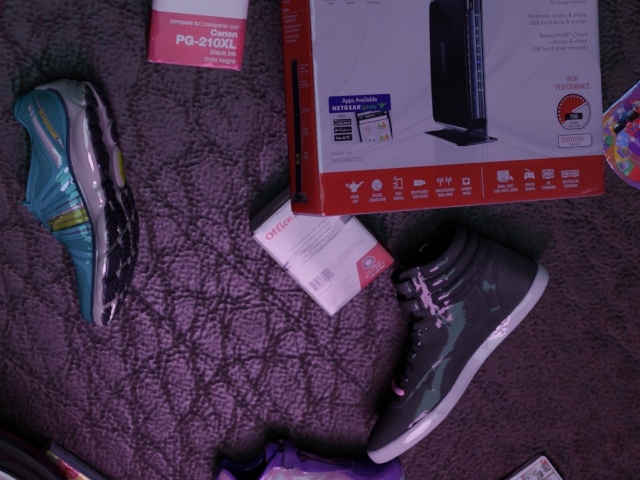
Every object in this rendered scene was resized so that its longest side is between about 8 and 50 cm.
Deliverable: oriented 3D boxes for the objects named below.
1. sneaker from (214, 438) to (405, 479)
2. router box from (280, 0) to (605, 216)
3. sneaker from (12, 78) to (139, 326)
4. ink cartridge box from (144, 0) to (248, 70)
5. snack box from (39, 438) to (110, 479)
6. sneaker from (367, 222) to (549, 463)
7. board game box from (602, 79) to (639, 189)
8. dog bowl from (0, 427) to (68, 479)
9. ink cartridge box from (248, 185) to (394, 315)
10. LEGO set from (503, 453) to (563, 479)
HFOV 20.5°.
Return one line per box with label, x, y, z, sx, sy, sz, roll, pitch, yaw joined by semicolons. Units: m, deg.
sneaker;-0.022;0.277;2.053;0.236;0.095;0.105;-13;101;-1
router box;0.127;-0.185;1.835;0.335;0.082;0.301;-5;95;-23
sneaker;-0.266;-0.041;1.929;0.110;0.107;0.275;-5;105;16
ink cartridge box;-0.120;-0.310;1.803;0.100;0.172;0.237;5;107;-8
snack box;-0.289;0.311;2.058;0.141;0.037;0.100;37;102;-15
sneaker;0.113;0.106;2.007;0.147;0.104;0.296;37;95;-14
board game box;0.402;-0.127;1.995;0.168;0.033;0.133;-41;107;8
dog bowl;-0.431;0.373;1.979;0.408;0.150;0.408;1;112;1
ink cartridge box;0.000;0.000;1.978;0.099;0.056;0.135;-41;108;7
LEGO set;0.220;0.396;2.150;0.244;0.060;0.182;-38;103;-1
